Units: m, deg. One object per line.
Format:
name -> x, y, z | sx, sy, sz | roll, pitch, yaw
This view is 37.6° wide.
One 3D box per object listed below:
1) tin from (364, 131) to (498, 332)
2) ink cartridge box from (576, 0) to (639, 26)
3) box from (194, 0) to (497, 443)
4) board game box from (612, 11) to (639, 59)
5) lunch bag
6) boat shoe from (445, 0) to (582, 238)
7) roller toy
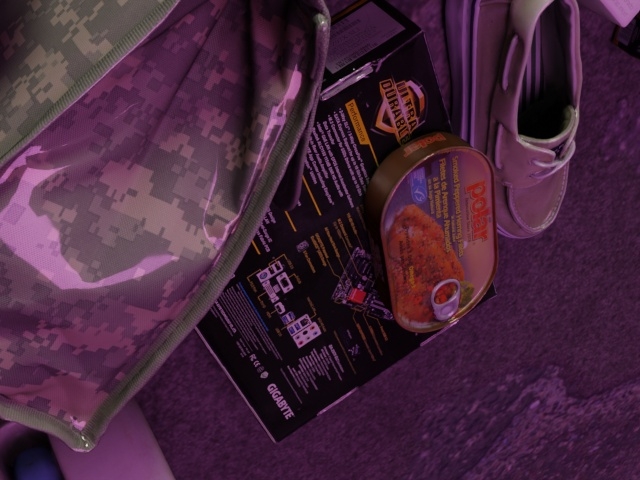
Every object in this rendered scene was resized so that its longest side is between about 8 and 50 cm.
tin -> 0.092, -0.004, 0.763 | 0.106, 0.040, 0.190 | -22, 133, -12
ink cartridge box -> 0.238, -0.296, 0.695 | 0.158, 0.092, 0.218 | 28, 104, -44
box -> 0.000, 0.000, 0.785 | 0.257, 0.079, 0.322 | -34, 136, -8
board game box -> 0.350, -0.249, 0.837 | 0.141, 0.048, 0.170 | -10, 129, -26
lunch bag -> -0.123, -0.075, 0.528 | 0.169, 0.235, 0.287 | 29, 106, -38
boat shoe -> 0.171, -0.100, 0.804 | 0.109, 0.094, 0.302 | -31, 135, -9
roller toy -> -0.190, 0.213, 0.750 | 0.146, 0.209, 0.191 | -25, 95, -15
